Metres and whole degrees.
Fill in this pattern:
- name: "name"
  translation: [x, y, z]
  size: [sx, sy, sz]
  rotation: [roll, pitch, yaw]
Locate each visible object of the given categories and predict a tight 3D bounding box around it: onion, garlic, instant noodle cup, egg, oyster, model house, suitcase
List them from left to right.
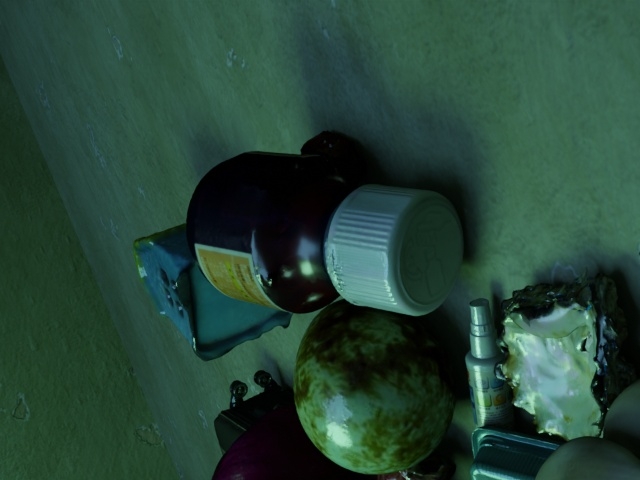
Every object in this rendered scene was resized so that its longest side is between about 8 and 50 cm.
- name: "model house"
  translation: [-0.221, 0.049, 1.802]
  size: [0.303, 0.237, 0.215]
  rotation: [38, 140, 47]
- name: "suitcase"
  translation: [-0.066, 0.510, 1.895]
  size: [0.283, 0.194, 0.434]
  rotation: [10, 119, 60]
- name: "onion"
  translation: [0.039, 0.438, 1.490]
  size: [0.420, 0.398, 0.398]
  rotation: [-36, 76, 46]
- name: "egg"
  translation: [0.076, 0.207, 1.366]
  size: [0.289, 0.238, 0.238]
  rotation: [-106, 15, -48]
- name: "instant noodle cup"
  translation: [0.275, 0.337, 1.205]
  size: [0.179, 0.070, 0.157]
  rotation: [5, 117, 37]
- name: "oyster"
  translation: [0.284, 0.133, 1.087]
  size: [0.198, 0.092, 0.260]
  rotation: [49, 156, 36]
- name: "garlic"
  translation: [0.346, 0.262, 0.899]
  size: [0.246, 0.231, 0.340]
  rotation: [66, 159, 13]

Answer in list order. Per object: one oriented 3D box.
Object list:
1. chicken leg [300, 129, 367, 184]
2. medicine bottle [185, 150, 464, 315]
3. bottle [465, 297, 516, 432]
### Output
- name: "chicken leg"
  translation: [0.011, -0.128, 1.455]
  size: [0.205, 0.053, 0.093]
  rotation: [34, 151, 55]
- name: "medicine bottle"
  translation: [0.000, 0.000, 1.312]
  size: [0.395, 0.242, 0.242]
  rotation: [14, 122, 47]
- name: "bottle"
  translation: [0.230, 0.182, 1.248]
  size: [0.060, 0.060, 0.217]
  rotation: [24, 129, 55]
